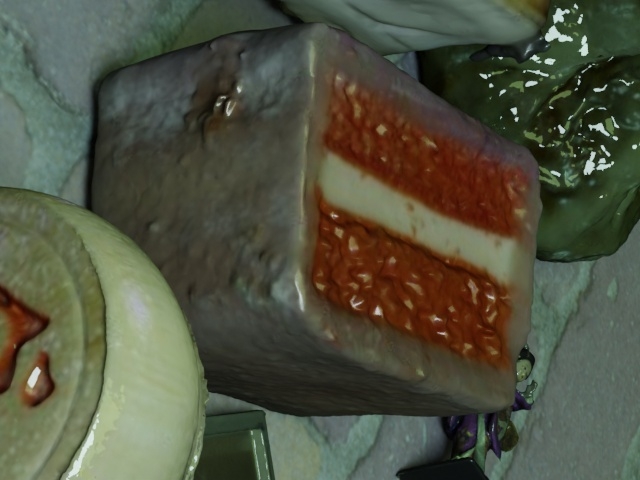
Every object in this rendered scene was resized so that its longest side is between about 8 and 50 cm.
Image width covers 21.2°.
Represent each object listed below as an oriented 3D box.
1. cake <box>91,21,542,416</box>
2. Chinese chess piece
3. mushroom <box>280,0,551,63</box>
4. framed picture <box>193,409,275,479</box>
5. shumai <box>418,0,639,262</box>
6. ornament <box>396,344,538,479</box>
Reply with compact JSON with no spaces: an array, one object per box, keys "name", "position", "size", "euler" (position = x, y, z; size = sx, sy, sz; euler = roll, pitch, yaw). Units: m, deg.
[{"name":"cake","position":[0.000,0.000,1.280],"size":[0.309,0.230,0.237],"euler":[24,67,-43]},{"name":"Chinese chess piece","position":[-0.200,0.101,1.010],"size":[0.112,0.270,0.270],"euler":[42,53,-54]},{"name":"mushroom","position":[-0.002,-0.329,1.344],"size":[0.397,0.224,0.313],"euler":[15,74,-45]},{"name":"framed picture","position":[-0.071,0.341,1.171],"size":[0.326,0.028,0.446],"euler":[12,67,-71]},{"name":"shumai","position":[0.297,-0.188,1.577],"size":[0.324,0.323,0.397],"euler":[-26,102,-49]},{"name":"ornament","position":[0.156,0.157,1.534],"size":[0.088,0.081,0.203],"euler":[56,47,-26]}]
